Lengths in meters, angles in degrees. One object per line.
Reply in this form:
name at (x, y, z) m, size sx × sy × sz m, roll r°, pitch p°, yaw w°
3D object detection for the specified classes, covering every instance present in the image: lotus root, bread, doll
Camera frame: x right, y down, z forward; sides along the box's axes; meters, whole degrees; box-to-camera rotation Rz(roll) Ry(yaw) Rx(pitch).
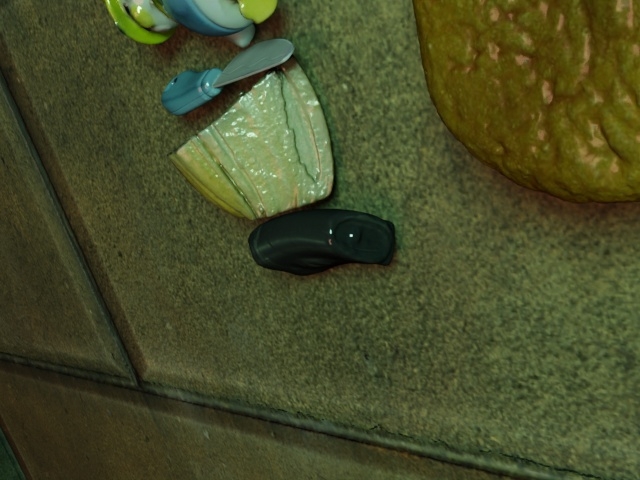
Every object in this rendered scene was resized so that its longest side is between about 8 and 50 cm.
lotus root at (-0.061, -0.090, 0.823) m, size 0.159 × 0.095 × 0.135 m, roll -23°, pitch 104°, yaw 13°
bread at (0.161, -0.152, 0.466) m, size 0.227 × 0.142 × 0.254 m, roll 24°, pitch 134°, yaw 48°
doll at (-0.130, -0.237, 0.788) m, size 0.241 × 0.135 × 0.099 m, roll 4°, pitch 89°, yaw 47°

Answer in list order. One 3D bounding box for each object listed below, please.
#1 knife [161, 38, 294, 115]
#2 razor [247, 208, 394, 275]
knife at (-0.088, -0.167, 0.821) m, size 0.032 × 0.058 × 0.244 m, roll 45°, pitch 151°, yaw -24°
razor at (0.000, 0.000, 0.806) m, size 0.148 × 0.090 × 0.054 m, roll -11°, pitch 73°, yaw 53°
